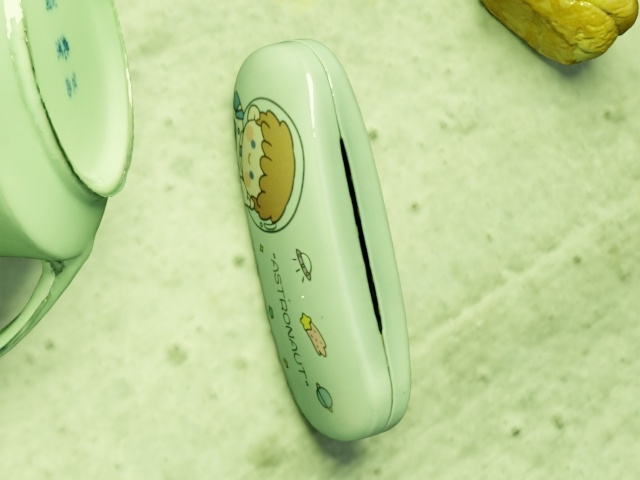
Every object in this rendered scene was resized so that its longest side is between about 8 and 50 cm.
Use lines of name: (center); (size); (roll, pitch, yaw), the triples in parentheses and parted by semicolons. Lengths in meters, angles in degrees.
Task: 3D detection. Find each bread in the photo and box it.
bread: (0.113, -0.120, 0.939); (0.046, 0.083, 0.081); (-53, 156, -4)

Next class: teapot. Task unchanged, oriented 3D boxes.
teapot: (-0.157, -0.058, 0.741); (0.159, 0.159, 0.232); (-23, 108, -31)

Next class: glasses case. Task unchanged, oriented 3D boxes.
glasses case: (0.000, 0.000, 0.863); (0.045, 0.067, 0.178); (-13, 92, -32)
